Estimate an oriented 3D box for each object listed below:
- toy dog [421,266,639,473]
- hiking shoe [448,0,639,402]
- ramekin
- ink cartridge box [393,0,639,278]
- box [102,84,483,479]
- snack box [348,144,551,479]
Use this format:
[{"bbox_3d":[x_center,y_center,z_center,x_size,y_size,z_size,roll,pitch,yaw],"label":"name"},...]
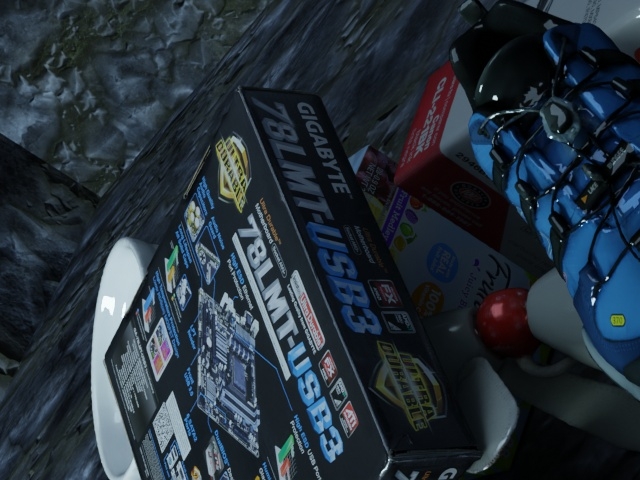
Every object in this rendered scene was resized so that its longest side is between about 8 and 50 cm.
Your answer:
[{"bbox_3d":[0.180,0.081,0.807,0.334,0.220,0.161,-40,61,56],"label":"toy dog"},{"bbox_3d":[0.119,-0.025,0.605,0.113,0.132,0.304,-51,15,11],"label":"hiking shoe"},{"bbox_3d":[-0.166,0.136,1.558,0.277,0.135,0.277,-177,90,-68],"label":"ramekin"},{"bbox_3d":[0.211,-0.080,0.933,0.273,0.197,0.114,-35,28,53],"label":"ink cartridge box"},{"bbox_3d":[-0.038,0.102,0.907,0.293,0.073,0.295,-59,42,38],"label":"box"},{"bbox_3d":[0.075,0.056,1.047,0.070,0.207,0.174,-29,33,57],"label":"snack box"}]
